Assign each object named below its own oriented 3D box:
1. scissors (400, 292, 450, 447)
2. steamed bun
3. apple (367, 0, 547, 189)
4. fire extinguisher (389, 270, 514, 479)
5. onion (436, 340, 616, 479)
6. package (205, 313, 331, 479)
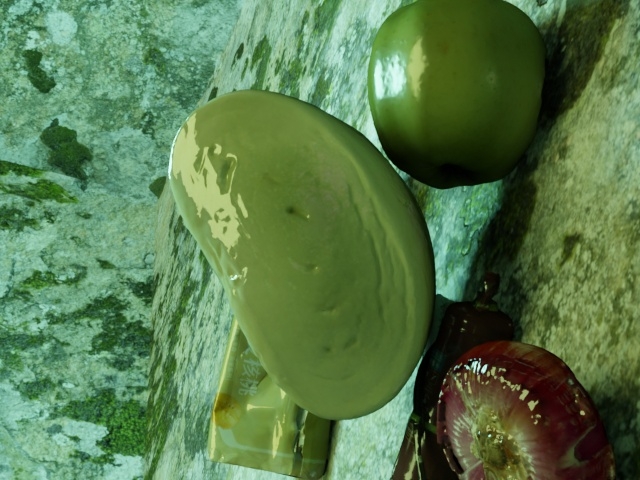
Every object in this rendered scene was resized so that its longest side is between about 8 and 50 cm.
[{"bbox_3d":[0.161,0.201,1.804,0.125,0.030,0.256,143,139,-64],"label":"scissors"},{"bbox_3d":[0.000,0.000,1.706,0.456,0.290,0.371,60,-178,2],"label":"steamed bun"},{"bbox_3d":[0.188,-0.213,1.736,0.279,0.279,0.279,-166,90,-72],"label":"apple"},{"bbox_3d":[0.175,0.195,1.635,0.141,0.105,0.341,-53,-21,-80],"label":"fire extinguisher"},{"bbox_3d":[0.243,0.214,1.388,0.230,0.163,0.230,22,119,46],"label":"onion"},{"bbox_3d":[-0.053,0.253,2.186,0.165,0.221,0.311,8,84,51],"label":"package"}]
